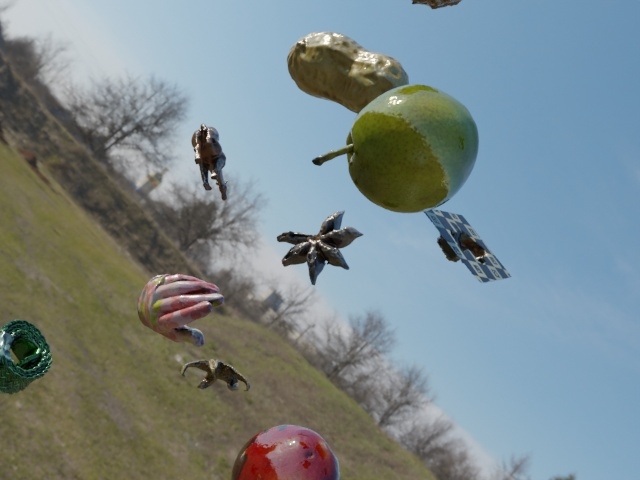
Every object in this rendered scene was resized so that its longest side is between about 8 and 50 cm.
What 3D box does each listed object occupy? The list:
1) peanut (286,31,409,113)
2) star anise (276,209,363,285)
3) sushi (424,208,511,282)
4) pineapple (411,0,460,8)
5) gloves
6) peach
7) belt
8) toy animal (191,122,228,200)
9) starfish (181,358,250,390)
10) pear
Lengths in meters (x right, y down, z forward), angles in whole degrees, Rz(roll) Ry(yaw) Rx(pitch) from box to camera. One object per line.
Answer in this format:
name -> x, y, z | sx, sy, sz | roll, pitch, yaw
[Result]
peanut -> 0.060, -0.344, 1.387 | 0.325, 0.140, 0.153 | 30, -20, 39
star anise -> 0.002, 0.014, 1.604 | 0.063, 0.208, 0.171 | 67, 3, -55
sushi -> 0.286, 0.020, 1.363 | 0.210, 0.040, 0.192 | 2, 48, -56
pineapple -> 0.174, -0.601, 1.222 | 0.223, 0.223, 0.357 | 37, 3, 41
gloves -> -0.303, 0.142, 1.410 | 0.126, 0.145, 0.241 | 20, -19, -27
peach -> -0.067, 0.465, 1.305 | 0.200, 0.243, 0.243 | 21, 4, -32
belt -> -0.576, 0.222, 1.256 | 0.121, 0.079, 0.151 | 56, 9, -17
toy animal -> -0.246, -0.168, 1.560 | 0.229, 0.066, 0.224 | -107, -174, -65
starfish -> -0.288, 0.382, 1.908 | 0.190, 0.074, 0.146 | 2, -39, 22
pear -> 0.098, -0.124, 0.900 | 0.216, 0.166, 0.180 | 3, -18, -6
